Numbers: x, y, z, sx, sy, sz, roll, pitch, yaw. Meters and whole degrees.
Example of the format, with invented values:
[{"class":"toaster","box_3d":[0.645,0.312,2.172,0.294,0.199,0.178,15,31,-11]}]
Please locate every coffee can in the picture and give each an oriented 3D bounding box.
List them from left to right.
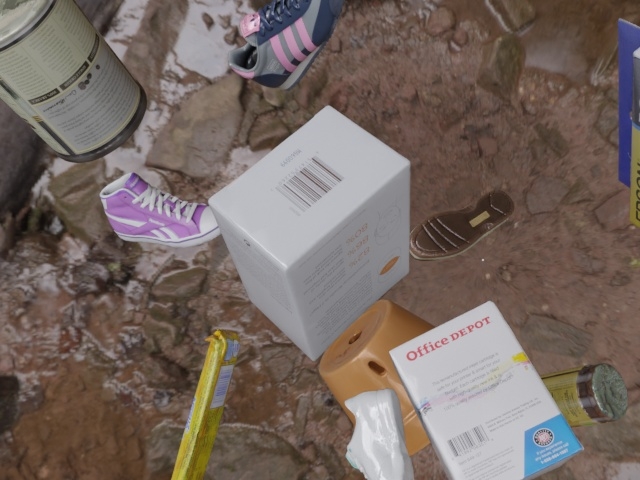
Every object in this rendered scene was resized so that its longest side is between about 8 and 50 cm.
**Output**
[{"class":"coffee can","box_3d":[-0.452,-0.293,1.135,0.201,0.275,0.201,-10,57,15]}]

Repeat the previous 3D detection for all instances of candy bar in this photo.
[{"class":"candy bar","box_3d":[-0.095,0.147,0.536,0.018,0.040,0.161,16,92,25]}]

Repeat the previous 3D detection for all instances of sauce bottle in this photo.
[{"class":"sauce bottle","box_3d":[0.437,0.325,1.341,0.344,0.111,0.111,-32,78,54]}]

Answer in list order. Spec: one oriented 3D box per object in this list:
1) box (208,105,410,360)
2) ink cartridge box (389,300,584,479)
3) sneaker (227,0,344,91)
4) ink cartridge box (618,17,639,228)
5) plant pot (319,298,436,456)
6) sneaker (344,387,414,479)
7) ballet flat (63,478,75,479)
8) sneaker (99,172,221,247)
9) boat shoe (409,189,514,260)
[{"class":"box","box_3d":[0.000,0.000,0.565,0.130,0.170,0.091,-41,62,-18]},{"class":"ink cartridge box","box_3d":[0.230,0.243,0.979,0.171,0.168,0.232,-25,64,-1]},{"class":"sneaker","box_3d":[-0.061,-0.366,1.133,0.131,0.319,0.112,8,62,-23]},{"class":"ink cartridge box","box_3d":[0.494,-0.111,0.916,0.072,0.303,0.307,-29,41,-8]},{"class":"plant pot","box_3d":[0.137,0.254,1.328,0.291,0.291,0.203,-44,100,9]},{"class":"sneaker","box_3d":[0.083,0.332,0.996,0.094,0.080,0.212,-13,71,17]},{"class":"ballet flat","box_3d":[-0.460,0.599,1.409,0.058,0.084,0.250,-34,95,8]},{"class":"sneaker","box_3d":[-0.345,-0.072,1.445,0.282,0.161,0.102,-1,44,14]},{"class":"boat shoe","box_3d":[0.282,-0.015,1.382,0.257,0.095,0.095,-22,73,-20]}]
